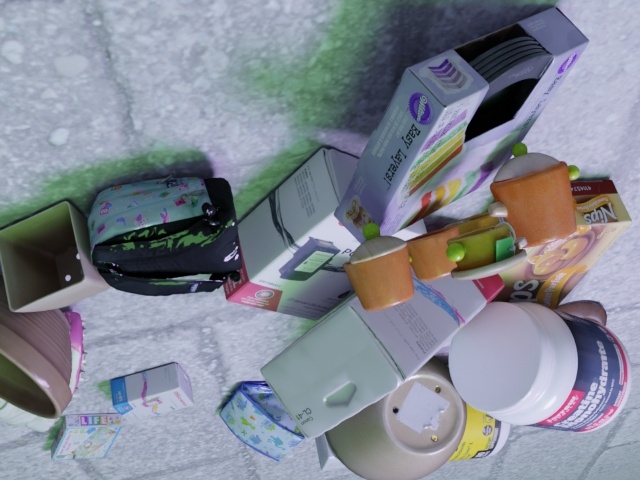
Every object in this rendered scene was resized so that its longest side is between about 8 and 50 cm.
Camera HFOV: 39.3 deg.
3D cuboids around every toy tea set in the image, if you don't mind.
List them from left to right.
[{"bbox_3d":[0.164,-0.027,1.047,0.200,0.124,0.336,-15,-176,39],"label":"toy tea set"}]

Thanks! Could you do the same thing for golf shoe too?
[{"bbox_3d":[-0.440,0.203,1.343,0.140,0.115,0.306,9,140,-28],"label":"golf shoe"}]

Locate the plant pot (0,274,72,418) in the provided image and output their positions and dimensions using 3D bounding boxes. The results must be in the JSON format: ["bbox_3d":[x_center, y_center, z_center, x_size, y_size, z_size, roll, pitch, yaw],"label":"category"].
[{"bbox_3d":[-0.410,0.124,1.180,0.237,0.110,0.237,24,149,16],"label":"plant pot"}]

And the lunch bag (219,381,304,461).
[{"bbox_3d":[-0.107,0.336,1.709,0.151,0.096,0.129,27,136,-9],"label":"lunch bag"}]

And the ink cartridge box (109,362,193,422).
[{"bbox_3d":[-0.291,0.265,1.556,0.122,0.052,0.088,-17,148,1],"label":"ink cartridge box"}]

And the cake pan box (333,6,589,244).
[{"bbox_3d":[0.158,-0.129,1.019,0.245,0.070,0.267,-29,159,-34],"label":"cake pan box"}]

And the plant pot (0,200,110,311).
[{"bbox_3d":[-0.326,0.030,1.128,0.109,0.109,0.096,-22,160,12],"label":"plant pot"}]

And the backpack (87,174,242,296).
[{"bbox_3d":[-0.194,-0.008,1.105,0.182,0.115,0.152,-10,137,-6],"label":"backpack"}]

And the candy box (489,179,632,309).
[{"bbox_3d":[0.323,0.034,1.411,0.182,0.088,0.316,-3,147,-19],"label":"candy box"}]

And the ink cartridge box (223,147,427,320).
[{"bbox_3d":[0.000,0.000,1.210,0.172,0.100,0.237,17,136,-41],"label":"ink cartridge box"}]

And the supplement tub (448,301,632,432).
[{"bbox_3d":[0.352,0.202,1.423,0.272,0.191,0.191,17,137,-43],"label":"supplement tub"}]

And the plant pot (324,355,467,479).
[{"bbox_3d":[0.141,0.286,1.494,0.256,0.257,0.274,-10,170,-7],"label":"plant pot"}]

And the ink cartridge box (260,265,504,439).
[{"bbox_3d":[0.094,0.126,1.286,0.306,0.131,0.226,-29,171,-49],"label":"ink cartridge box"}]

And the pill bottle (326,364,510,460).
[{"bbox_3d":[0.184,0.342,1.745,0.333,0.188,0.188,-1,146,-22],"label":"pill bottle"}]

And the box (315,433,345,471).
[{"bbox_3d":[0.047,0.424,1.901,0.101,0.102,0.087,-5,149,-15],"label":"box"}]

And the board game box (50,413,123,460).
[{"bbox_3d":[-0.441,0.370,1.684,0.103,0.026,0.154,3,144,-27],"label":"board game box"}]

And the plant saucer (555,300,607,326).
[{"bbox_3d":[0.480,0.182,1.742,0.168,0.029,0.168,-6,138,-6],"label":"plant saucer"}]
